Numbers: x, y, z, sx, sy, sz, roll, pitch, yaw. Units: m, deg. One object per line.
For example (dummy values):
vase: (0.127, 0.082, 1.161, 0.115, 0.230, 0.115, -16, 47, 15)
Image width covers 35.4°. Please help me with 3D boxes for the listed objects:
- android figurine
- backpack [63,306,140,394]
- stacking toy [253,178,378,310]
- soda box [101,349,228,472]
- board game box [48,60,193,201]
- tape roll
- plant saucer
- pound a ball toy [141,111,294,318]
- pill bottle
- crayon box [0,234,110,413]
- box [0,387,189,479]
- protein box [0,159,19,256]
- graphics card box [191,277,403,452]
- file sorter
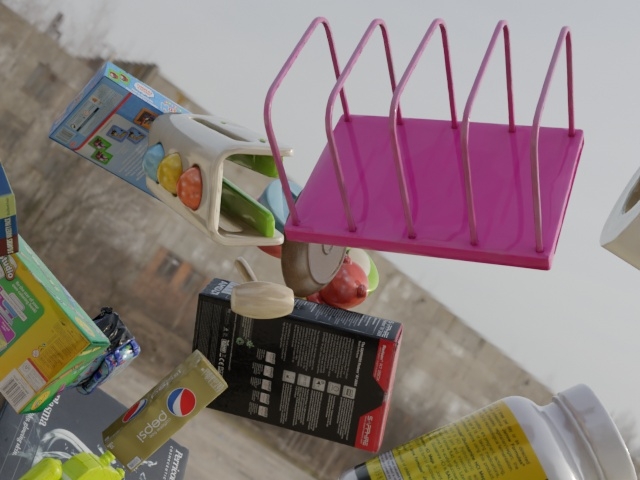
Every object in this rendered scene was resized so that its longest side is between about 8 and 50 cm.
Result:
android figurine: (-0.418, 0.436, 1.576, 0.056, 0.273, 0.248, 31, -34, 29)
backpack: (-0.453, 0.227, 1.908, 0.117, 0.158, 0.173, 51, 35, 4)
stacking toy: (0.018, 0.000, 1.955, 0.309, 0.130, 0.279, 55, 35, 9)
soda box: (-0.219, 0.238, 1.410, 0.058, 0.181, 0.061, 51, -8, -15)
board game box: (-0.269, -0.153, 1.483, 0.211, 0.039, 0.160, 32, -49, -27)
tape roll: (0.599, -0.082, 1.707, 0.100, 0.286, 0.286, 33, -9, 4)
plant saucer: (0.000, 0.000, 1.652, 0.036, 0.199, 0.198, 10, -18, 28)
pound a ball toy: (-0.144, -0.042, 1.309, 0.135, 0.208, 0.319, 0, 15, -26)
pill bottle: (0.205, 0.308, 1.233, 0.188, 0.334, 0.188, -25, 90, -90)
crayon box: (-0.492, 0.120, 1.607, 0.278, 0.165, 0.081, 47, 4, 12)
box: (-0.580, 0.564, 2.131, 0.472, 0.297, 0.480, 43, 30, -26)
protein box: (-0.508, -0.074, 1.259, 0.201, 0.199, 0.136, 62, -25, 25)
graphics card box: (-0.050, 0.224, 1.814, 0.371, 0.233, 0.094, 12, 22, 10)
file sorter: (0.112, -0.118, 1.053, 0.290, 0.202, 0.182, 7, -43, 22)
